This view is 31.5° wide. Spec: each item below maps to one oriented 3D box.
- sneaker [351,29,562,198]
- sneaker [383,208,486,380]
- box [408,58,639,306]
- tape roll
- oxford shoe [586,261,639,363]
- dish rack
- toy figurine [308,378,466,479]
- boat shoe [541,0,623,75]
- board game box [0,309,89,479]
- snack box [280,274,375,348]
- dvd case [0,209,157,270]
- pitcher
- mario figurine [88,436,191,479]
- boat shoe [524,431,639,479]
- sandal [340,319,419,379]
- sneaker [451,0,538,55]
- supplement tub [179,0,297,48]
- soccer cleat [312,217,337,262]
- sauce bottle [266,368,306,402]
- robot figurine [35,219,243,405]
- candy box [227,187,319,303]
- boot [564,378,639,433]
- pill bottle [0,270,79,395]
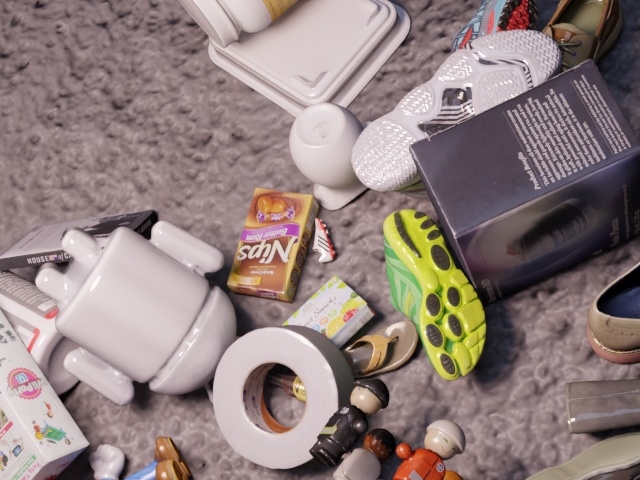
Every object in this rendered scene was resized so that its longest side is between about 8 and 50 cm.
[{"bbox_3d":[0.230,-0.193,1.824,0.366,0.210,0.137,-35,72,11],"label":"sneaker"},{"bbox_3d":[0.177,0.090,1.784,0.109,0.123,0.295,-11,59,-12],"label":"sneaker"},{"bbox_3d":[0.323,-0.074,1.716,0.294,0.296,0.183,-25,62,6],"label":"box"},{"bbox_3d":[-0.058,0.242,1.766,0.219,0.072,0.219,-1,88,26],"label":"tape roll"},{"bbox_3d":[0.577,0.052,1.663,0.397,0.146,0.140,-30,61,1],"label":"oxford shoe"},{"bbox_3d":[-0.034,-0.394,2.099,0.333,0.072,0.285,35,81,28],"label":"dish rack"},{"bbox_3d":[0.109,0.323,1.649,0.213,0.209,0.148,24,61,30],"label":"toy figurine"},{"bbox_3d":[0.402,-0.311,1.879,0.122,0.120,0.324,17,65,25],"label":"boat shoe"},{"bbox_3d":[-0.541,0.277,1.829,0.224,0.097,0.303,-45,75,31],"label":"board game box"},{"bbox_3d":[0.006,0.136,1.846,0.141,0.037,0.100,-43,41,-6],"label":"snack box"},{"bbox_3d":[-0.426,-0.002,1.992,0.238,0.179,0.029,-9,107,13],"label":"dvd case"},{"bbox_3d":[0.045,-0.154,1.886,0.177,0.207,0.125,-30,62,0],"label":"pitcher"},{"bbox_3d":[-0.369,0.411,1.767,0.320,0.198,0.170,-30,74,-3],"label":"mario figurine"},{"bbox_3d":[0.397,0.345,1.631,0.227,0.081,0.069,-21,105,-6],"label":"boat shoe"},{"bbox_3d":[0.075,0.180,1.813,0.180,0.049,0.072,-22,62,6],"label":"sandal"},{"bbox_3d":[0.278,-0.314,1.968,0.262,0.104,0.125,-60,32,-3],"label":"sneaker"},{"bbox_3d":[-0.112,-0.514,2.009,0.316,0.228,0.228,-41,61,-4],"label":"supplement tub"},{"bbox_3d":[0.000,0.000,1.930,0.035,0.029,0.083,-22,66,2],"label":"soccer cleat"},{"bbox_3d":[-0.026,0.239,1.821,0.128,0.042,0.042,15,71,22],"label":"sauce bottle"},{"bbox_3d":[-0.281,0.115,1.820,0.353,0.200,0.300,35,91,-13],"label":"robot figurine"},{"bbox_3d":[-0.079,0.007,1.938,0.109,0.053,0.187,8,70,19],"label":"candy box"},{"bbox_3d":[0.459,0.250,1.620,0.208,0.076,0.189,-3,21,8],"label":"boot"},{"bbox_3d":[-0.538,0.142,1.952,0.283,0.161,0.161,24,75,25],"label":"pill bottle"}]
